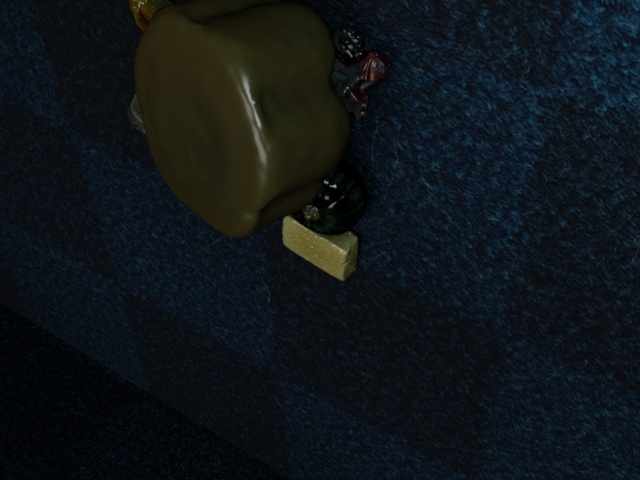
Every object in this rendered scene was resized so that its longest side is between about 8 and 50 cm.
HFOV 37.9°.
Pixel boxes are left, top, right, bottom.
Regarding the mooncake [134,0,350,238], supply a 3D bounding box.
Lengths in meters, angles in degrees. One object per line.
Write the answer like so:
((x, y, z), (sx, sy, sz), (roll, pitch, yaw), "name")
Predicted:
((-0.151, -0.249, 1.777), (0.467, 0.262, 0.467), (31, 132, 42), "mooncake")

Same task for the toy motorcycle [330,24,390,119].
((0.072, -0.308, 1.744), (0.122, 0.082, 0.213), (42, 157, 20), "toy motorcycle")

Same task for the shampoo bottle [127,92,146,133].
((-0.397, -0.336, 2.209), (0.086, 0.056, 0.227), (45, 147, -3), "shampoo bottle")

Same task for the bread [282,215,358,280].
((-0.001, -0.001, 2.170), (0.188, 0.068, 0.125), (31, 145, 18), "bread")

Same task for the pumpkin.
((0.004, -0.098, 1.984), (0.202, 0.140, 0.202), (20, 143, 16), "pumpkin")

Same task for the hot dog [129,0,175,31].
((-0.322, -0.459, 1.983), (0.242, 0.073, 0.084), (34, 141, 12), "hot dog")
